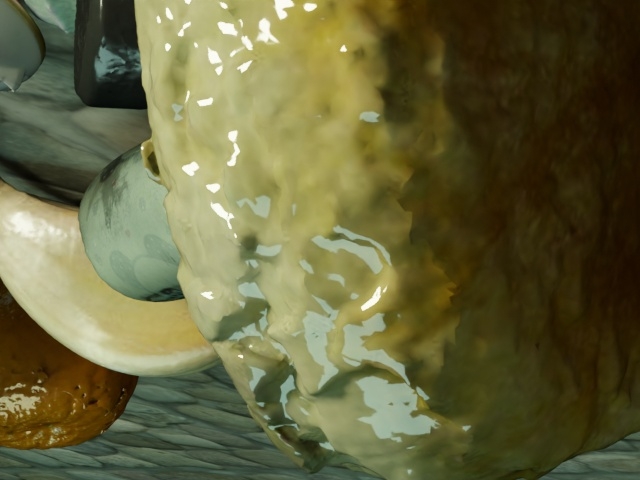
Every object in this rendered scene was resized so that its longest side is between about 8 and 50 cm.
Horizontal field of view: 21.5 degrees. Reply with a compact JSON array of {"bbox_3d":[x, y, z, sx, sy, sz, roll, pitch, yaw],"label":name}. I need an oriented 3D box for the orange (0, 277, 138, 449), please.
[{"bbox_3d":[-0.258,0.103,1.535,0.193,0.161,0.193,1,154,0],"label":"orange"}]

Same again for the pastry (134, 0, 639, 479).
[{"bbox_3d":[0.064,-0.055,0.617,0.136,0.329,0.330,-2,159,37],"label":"pastry"}]

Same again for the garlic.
[{"bbox_3d":[-0.144,0.017,1.288,0.245,0.145,0.164,13,132,-1],"label":"garlic"}]

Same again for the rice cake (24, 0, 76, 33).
[{"bbox_3d":[-0.133,-0.160,0.830,0.080,0.042,0.222,12,164,13],"label":"rice cake"}]

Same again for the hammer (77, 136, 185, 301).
[{"bbox_3d":[0.000,0.000,1.163,0.305,0.113,0.202,14,166,-27],"label":"hammer"}]

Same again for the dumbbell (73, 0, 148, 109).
[{"bbox_3d":[-0.015,-0.105,0.776,0.191,0.100,0.100,1,165,-12],"label":"dumbbell"}]

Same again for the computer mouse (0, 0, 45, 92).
[{"bbox_3d":[-0.292,-0.152,0.892,0.310,0.071,0.158,20,167,-37],"label":"computer mouse"}]
